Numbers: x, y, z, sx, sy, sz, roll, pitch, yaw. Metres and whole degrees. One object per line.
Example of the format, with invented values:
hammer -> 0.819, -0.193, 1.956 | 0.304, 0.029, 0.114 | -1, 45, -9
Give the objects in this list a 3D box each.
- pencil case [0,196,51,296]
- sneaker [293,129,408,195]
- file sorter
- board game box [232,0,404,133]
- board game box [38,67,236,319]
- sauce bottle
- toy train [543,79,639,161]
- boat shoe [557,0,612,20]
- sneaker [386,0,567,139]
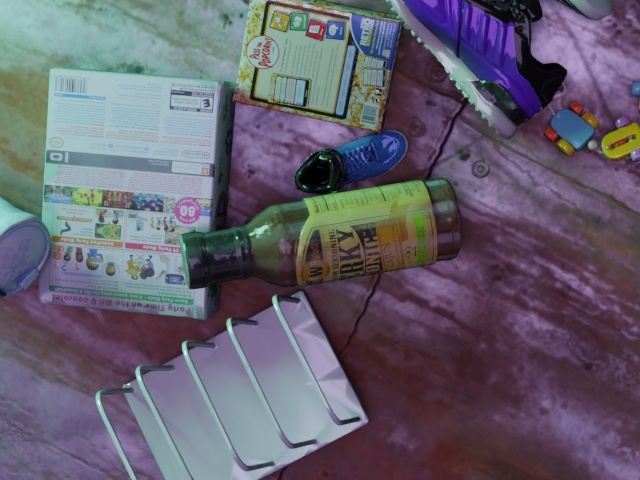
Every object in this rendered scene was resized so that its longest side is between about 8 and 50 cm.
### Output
pencil case -> -0.467, -0.035, 1.952 | 0.273, 0.124, 0.113 | 32, 84, 25
sneaker -> 0.038, -0.096, 1.945 | 0.152, 0.084, 0.058 | -18, 94, 8
file sorter -> -0.115, 0.209, 1.939 | 0.278, 0.173, 0.192 | -29, 81, 9
board game box -> -0.003, -0.228, 1.942 | 0.194, 0.045, 0.146 | 13, 108, 5
board game box -> -0.235, -0.062, 1.975 | 0.224, 0.097, 0.303 | 6, 96, 6
sauce bottle -> 0.000, 0.000, 1.909 | 0.345, 0.111, 0.111 | -11, 96, -7
toy train -> 0.362, -0.155, 1.925 | 0.166, 0.046, 0.125 | 2, 76, 14
boat shoe -> 0.267, -0.347, 1.902 | 0.219, 0.078, 0.070 | 45, 132, -6
sneaker -> 0.193, -0.279, 1.895 | 0.146, 0.102, 0.293 | -38, 99, 16
